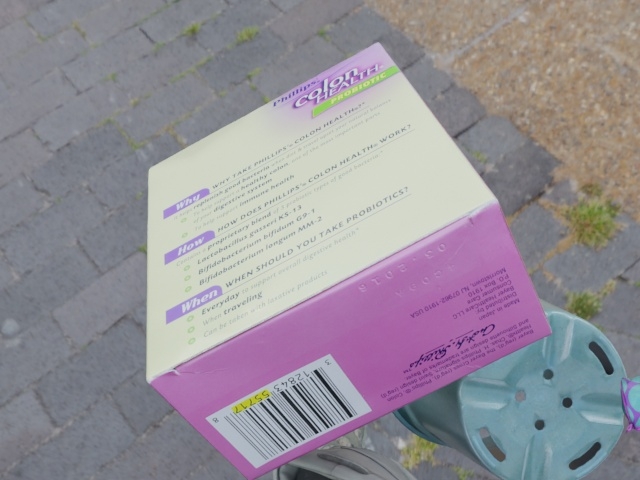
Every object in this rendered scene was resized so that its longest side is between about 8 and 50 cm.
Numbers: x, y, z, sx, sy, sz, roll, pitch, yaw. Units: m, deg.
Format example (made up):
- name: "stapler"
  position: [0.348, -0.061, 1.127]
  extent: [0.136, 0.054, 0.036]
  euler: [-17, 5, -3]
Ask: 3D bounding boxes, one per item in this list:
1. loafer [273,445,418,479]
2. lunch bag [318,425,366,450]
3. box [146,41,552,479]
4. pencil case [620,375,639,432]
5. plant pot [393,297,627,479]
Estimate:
- name: "loafer"
  position: [0.067, 0.225, 0.413]
  extent: [0.319, 0.111, 0.112]
  euler: [27, 91, 57]
- name: "lunch bag"
  position: [0.002, 0.509, 1.750]
  extent: [0.169, 0.235, 0.287]
  euler: [-9, 47, 25]
- name: "box"
  position: [0.000, 0.000, 0.501]
  extent: [0.213, 0.117, 0.243]
  euler: [-28, 36, 7]
- name: "pencil case"
  position: [0.445, 0.194, 0.863]
  extent: [0.151, 0.064, 0.070]
  euler: [-8, 58, 20]
- name: "plant pot"
  position: [0.289, 0.219, 1.150]
  extent: [0.341, 0.334, 0.341]
  euler: [0, 93, -8]
